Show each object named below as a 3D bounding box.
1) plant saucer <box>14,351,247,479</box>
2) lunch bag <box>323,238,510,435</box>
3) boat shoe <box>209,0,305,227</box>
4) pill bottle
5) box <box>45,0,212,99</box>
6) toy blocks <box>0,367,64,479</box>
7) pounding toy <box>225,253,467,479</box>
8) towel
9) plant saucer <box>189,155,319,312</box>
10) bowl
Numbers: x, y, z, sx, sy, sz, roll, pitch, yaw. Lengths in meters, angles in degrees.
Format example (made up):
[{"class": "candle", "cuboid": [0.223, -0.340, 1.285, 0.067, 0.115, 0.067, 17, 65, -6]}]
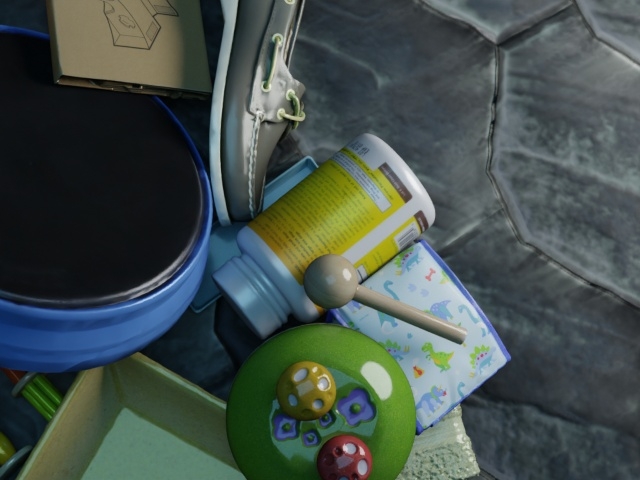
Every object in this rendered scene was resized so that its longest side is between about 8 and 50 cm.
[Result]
[{"class": "plant saucer", "cuboid": [-0.150, 0.318, 1.824, 0.333, 0.081, 0.333, 29, 80, 5]}, {"class": "lunch bag", "cuboid": [0.095, 0.099, 1.858, 0.129, 0.096, 0.151, -38, 80, -16]}, {"class": "boat shoe", "cuboid": [-0.059, -0.161, 1.904, 0.091, 0.109, 0.305, 3, 75, 4]}, {"class": "pill bottle", "cuboid": [0.000, 0.000, 1.857, 0.215, 0.117, 0.117, -39, 82, -7]}, {"class": "box", "cuboid": [-0.199, -0.239, 1.902, 0.164, 0.021, 0.201, 4, 61, -26]}, {"class": "toy blocks", "cuboid": [-0.328, 0.148, 1.865, 0.123, 0.054, 0.148, -44, 83, -8]}, {"class": "pounding toy", "cuboid": [0.016, 0.147, 1.747, 0.183, 0.110, 0.237, 29, 88, -3]}, {"class": "towel", "cuboid": [0.078, 0.208, 1.878, 0.148, 0.027, 0.110, -15, 81, -4]}, {"class": "plant saucer", "cuboid": [-0.069, -0.005, 1.920, 0.192, 0.018, 0.067, -36, 82, -9]}, {"class": "bowl", "cuboid": [-0.283, -0.053, 1.783, 0.391, 0.077, 0.391, 16, 45, -17]}]
